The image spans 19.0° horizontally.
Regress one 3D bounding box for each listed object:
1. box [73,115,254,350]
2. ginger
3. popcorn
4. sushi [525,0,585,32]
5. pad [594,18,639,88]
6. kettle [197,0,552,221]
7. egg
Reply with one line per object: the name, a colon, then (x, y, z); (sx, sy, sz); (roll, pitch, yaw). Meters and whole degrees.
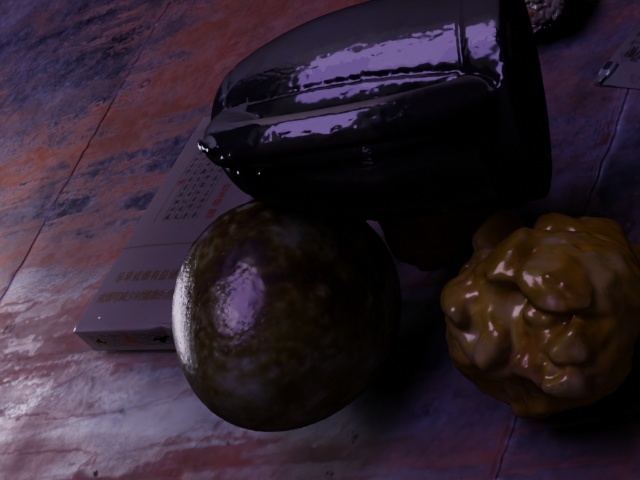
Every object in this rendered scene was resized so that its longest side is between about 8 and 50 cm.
box: (-0.154, -0.019, 2.427); (0.204, 0.051, 0.365); (-5, 48, 47)
ginger: (0.132, -0.104, 2.105); (0.321, 0.165, 0.172); (-83, 13, -59)
popcorn: (0.212, 0.073, 1.787); (0.191, 0.190, 0.253); (20, 23, 16)
sushi: (0.243, -0.292, 2.257); (0.150, 0.091, 0.078); (2, 12, 42)
pad: (0.423, -0.219, 2.056); (0.159, 0.009, 0.265); (-53, 33, -16)
kettle: (0.038, -0.118, 1.857); (0.324, 0.228, 0.321); (-9, 9, 16)
egg: (-0.042, 0.078, 1.992); (0.238, 0.238, 0.289); (-20, 18, 33)
